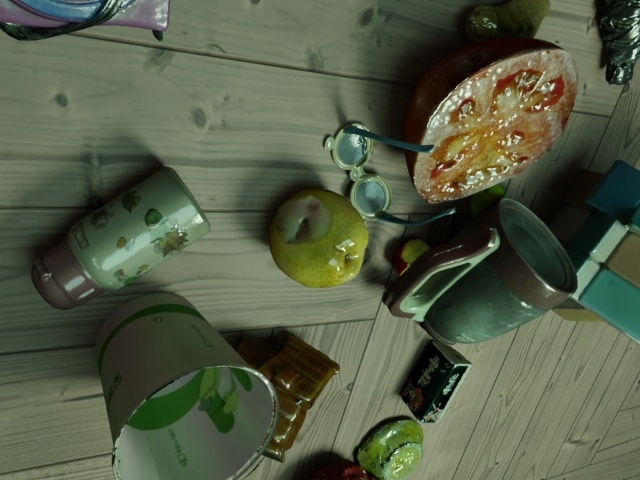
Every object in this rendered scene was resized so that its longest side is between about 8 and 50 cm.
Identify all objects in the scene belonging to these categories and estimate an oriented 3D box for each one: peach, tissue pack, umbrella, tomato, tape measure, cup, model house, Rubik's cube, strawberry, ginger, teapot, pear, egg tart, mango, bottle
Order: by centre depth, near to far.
[{"bbox_3d":[-0.286,-0.345,0.741,0.232,0.149,0.245,-9,130,-33],"label":"tape measure"},{"bbox_3d":[-0.294,0.005,0.969,0.253,0.120,0.120,-34,131,-9],"label":"bottle"},{"bbox_3d":[-0.233,0.229,1.046,0.253,0.274,0.253,-16,124,-25],"label":"cup"},{"bbox_3d":[0.000,0.000,1.130,0.178,0.178,0.178,-17,126,-25],"label":"pear"},{"bbox_3d":[0.275,-0.233,1.163,0.339,0.143,0.338,-21,145,-15],"label":"tomato"},{"bbox_3d":[0.330,-0.385,1.173,0.190,0.069,0.095,-19,132,-25],"label":"ginger"},{"bbox_3d":[-0.097,0.283,1.259,0.229,0.200,0.219,-59,178,-22],"label":"model house"},{"bbox_3d":[0.609,-0.466,1.284,0.154,0.128,0.336,-26,137,2],"label":"umbrella"},{"bbox_3d":[0.295,0.085,1.333,0.315,0.233,0.312,17,132,-39],"label":"teapot"},{"bbox_3d":[0.181,0.030,1.346,0.083,0.050,0.077,-42,162,11],"label":"peach"},{"bbox_3d":[0.346,-0.076,1.388,0.073,0.056,0.108,-29,135,-8],"label":"mango"},{"bbox_3d":[0.671,0.046,1.466,0.368,0.387,0.358,28,97,-40],"label":"Rubik's cube"},{"bbox_3d":[0.039,0.656,1.549,0.221,0.274,0.274,-20,140,27],"label":"strawberry"},{"bbox_3d":[0.270,0.331,1.562,0.091,0.103,0.170,16,108,-35],"label":"tissue pack"},{"bbox_3d":[0.185,0.525,1.647,0.197,0.078,0.197,-18,125,-27],"label":"egg tart"}]

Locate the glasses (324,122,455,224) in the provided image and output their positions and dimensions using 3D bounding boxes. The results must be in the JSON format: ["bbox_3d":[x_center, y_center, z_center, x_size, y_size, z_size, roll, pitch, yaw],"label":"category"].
[{"bbox_3d":[0.134,-0.113,1.126,0.088,0.221,0.189,-43,123,-34],"label":"glasses"}]
